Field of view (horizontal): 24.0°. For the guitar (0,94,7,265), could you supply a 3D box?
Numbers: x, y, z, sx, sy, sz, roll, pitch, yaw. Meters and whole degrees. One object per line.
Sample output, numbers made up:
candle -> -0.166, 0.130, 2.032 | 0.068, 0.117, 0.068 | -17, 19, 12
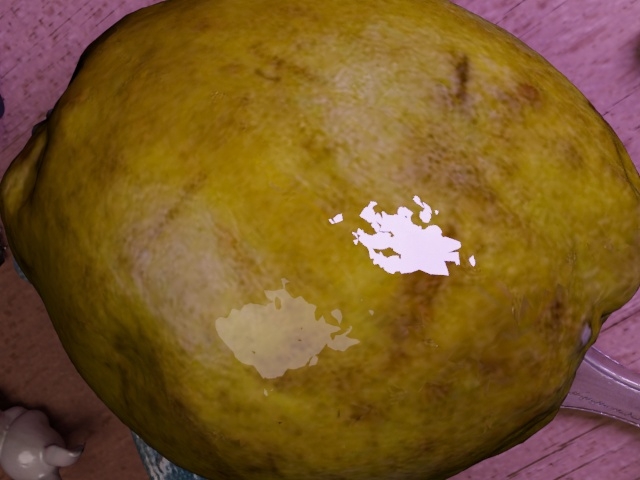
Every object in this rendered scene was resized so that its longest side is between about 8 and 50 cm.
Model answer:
guitar -> -0.275, -0.074, 1.204 | 0.025, 0.088, 0.233 | 8, 126, 16

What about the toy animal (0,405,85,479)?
toy animal -> -0.266, 0.179, 1.322 | 0.124, 0.085, 0.071 | 20, 103, 3

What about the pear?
pear -> 0.000, 0.000, 0.988 | 0.414, 0.352, 0.351 | 18, 120, 16

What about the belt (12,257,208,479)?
belt -> -0.149, 0.090, 1.226 | 0.072, 0.087, 0.302 | -20, 107, 30

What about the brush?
brush -> 0.198, 0.113, 1.134 | 0.328, 0.065, 0.070 | 20, 117, 8
